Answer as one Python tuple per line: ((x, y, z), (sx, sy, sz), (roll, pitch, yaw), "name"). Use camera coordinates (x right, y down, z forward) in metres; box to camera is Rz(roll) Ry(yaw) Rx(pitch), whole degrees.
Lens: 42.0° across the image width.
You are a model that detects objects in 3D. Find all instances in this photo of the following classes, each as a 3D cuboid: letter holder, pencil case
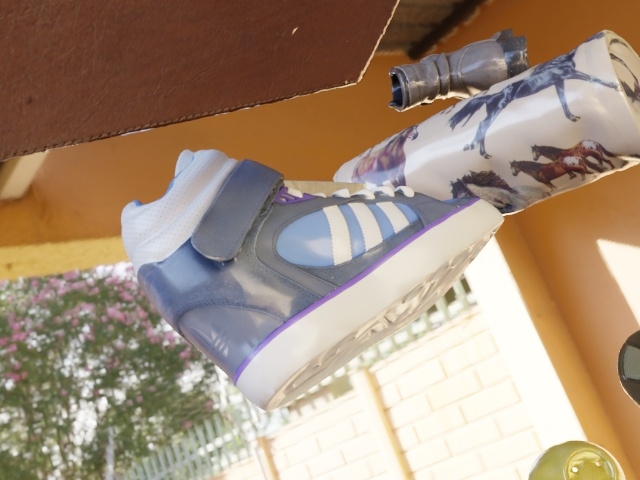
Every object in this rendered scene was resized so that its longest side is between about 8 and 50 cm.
((-0.076, -0.191, 0.442), (0.301, 0.152, 0.214), (-22, -29, -46), "letter holder")
((0.226, -0.098, 1.044), (0.410, 0.160, 0.183), (-25, -56, 29), "pencil case")

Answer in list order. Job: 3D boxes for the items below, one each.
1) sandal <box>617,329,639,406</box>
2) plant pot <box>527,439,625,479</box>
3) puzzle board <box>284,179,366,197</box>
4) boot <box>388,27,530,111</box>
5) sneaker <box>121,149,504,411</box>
((0.335, 0.105, 0.615), (0.219, 0.090, 0.060), (-7, -40, 28), "sandal")
((0.353, 0.325, 1.126), (0.134, 0.134, 0.095), (-21, -30, -7), "plant pot")
((0.000, 0.000, 0.898), (0.096, 0.128, 0.011), (2, 11, 8), "puzzle board")
((0.220, -0.280, 1.393), (0.222, 0.118, 0.338), (-10, 5, 9), "boot")
((-0.011, -0.021, 0.725), (0.322, 0.236, 0.130), (-30, -22, -36), "sneaker")
